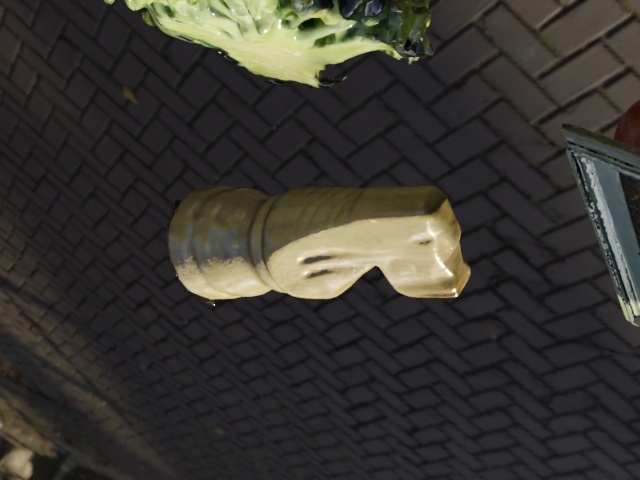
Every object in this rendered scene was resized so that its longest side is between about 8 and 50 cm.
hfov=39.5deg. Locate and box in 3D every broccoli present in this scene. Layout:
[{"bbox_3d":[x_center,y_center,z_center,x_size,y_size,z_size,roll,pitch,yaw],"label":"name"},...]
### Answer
[{"bbox_3d":[-0.027,-0.222,0.637,0.243,0.180,0.273,10,180,10],"label":"broccoli"}]

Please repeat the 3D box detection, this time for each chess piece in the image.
[{"bbox_3d":[0.000,0.000,0.866,0.301,0.137,0.137,-1,134,38],"label":"chess piece"}]

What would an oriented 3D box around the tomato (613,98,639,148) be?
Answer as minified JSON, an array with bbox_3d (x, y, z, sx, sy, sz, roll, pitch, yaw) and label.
[{"bbox_3d":[0.376,-0.080,0.890,0.187,0.151,0.187,23,157,11],"label":"tomato"}]

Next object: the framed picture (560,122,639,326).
[{"bbox_3d":[0.285,0.043,0.601,0.231,0.018,0.293,29,168,37],"label":"framed picture"}]
